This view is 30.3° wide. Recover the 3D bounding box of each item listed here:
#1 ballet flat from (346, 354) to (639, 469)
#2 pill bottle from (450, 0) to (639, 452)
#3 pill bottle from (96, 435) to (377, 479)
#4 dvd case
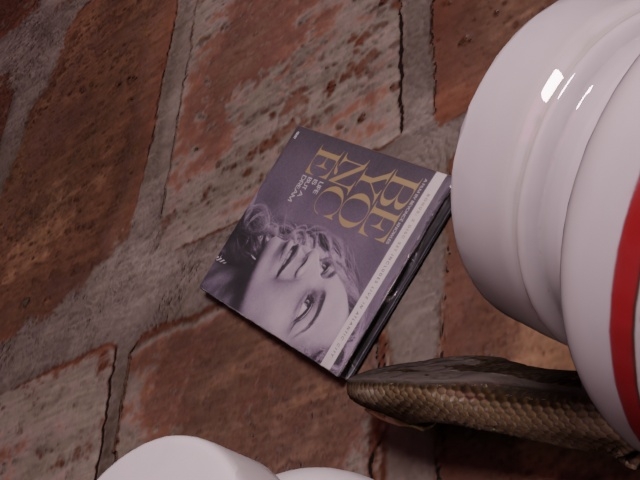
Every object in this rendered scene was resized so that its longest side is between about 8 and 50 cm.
[{"bbox_3d":[0.112,0.099,0.677,0.250,0.084,0.058,-4,95,45],"label":"ballet flat"},{"bbox_3d":[0.242,0.019,0.430,0.408,0.229,0.229,28,85,51],"label":"pill bottle"},{"bbox_3d":[0.022,0.195,0.518,0.162,0.278,0.162,-29,44,33],"label":"pill bottle"},{"bbox_3d":[0.000,0.000,0.920,0.221,0.018,0.164,26,83,54],"label":"dvd case"}]
